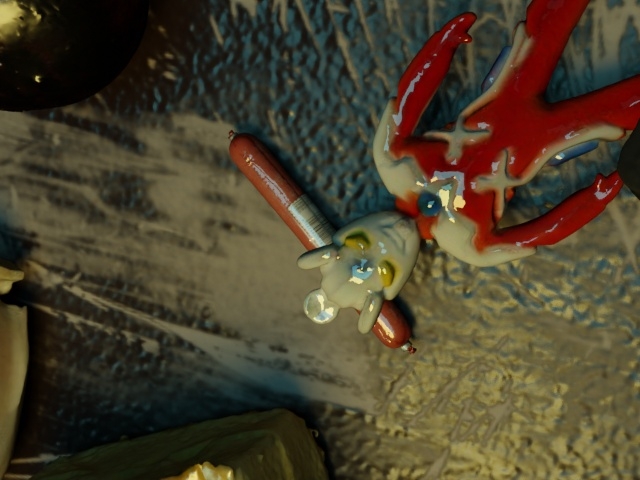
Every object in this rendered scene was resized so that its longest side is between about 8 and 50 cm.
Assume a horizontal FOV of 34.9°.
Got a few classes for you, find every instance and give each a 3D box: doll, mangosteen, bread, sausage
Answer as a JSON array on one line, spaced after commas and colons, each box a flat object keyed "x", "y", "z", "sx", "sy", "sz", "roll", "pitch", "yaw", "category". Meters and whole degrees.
[{"x": 0.130, "y": -0.070, "z": 0.790, "sx": 0.384, "sy": 0.099, "sz": 0.188, "roll": -44, "pitch": 84, "yaw": 9, "category": "doll"}, {"x": -0.251, "y": -0.234, "z": 0.860, "sx": 0.211, "sy": 0.211, "sz": 0.249, "roll": -12, "pitch": 62, "yaw": 19, "category": "mangosteen"}, {"x": -0.122, "y": 0.308, "z": 0.875, "sx": 0.279, "sy": 0.207, "sz": 0.279, "roll": -20, "pitch": 90, "yaw": 20, "category": "bread"}, {"x": 0.000, "y": 0.000, "z": 0.885, "sx": 0.034, "sy": 0.034, "sz": 0.253, "roll": -40, "pitch": 84, "yaw": 18, "category": "sausage"}]

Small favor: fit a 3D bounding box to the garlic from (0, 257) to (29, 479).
[{"x": -0.419, "y": 0.129, "z": 0.990, "sx": 0.279, "sy": 0.132, "sz": 0.325, "roll": 26, "pitch": 99, "yaw": 21, "category": "garlic"}]

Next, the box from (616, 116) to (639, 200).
[{"x": 0.363, "y": -0.142, "z": 0.647, "sx": 0.211, "sy": 0.058, "sz": 0.350, "roll": 31, "pitch": 88, "yaw": 41, "category": "box"}]
